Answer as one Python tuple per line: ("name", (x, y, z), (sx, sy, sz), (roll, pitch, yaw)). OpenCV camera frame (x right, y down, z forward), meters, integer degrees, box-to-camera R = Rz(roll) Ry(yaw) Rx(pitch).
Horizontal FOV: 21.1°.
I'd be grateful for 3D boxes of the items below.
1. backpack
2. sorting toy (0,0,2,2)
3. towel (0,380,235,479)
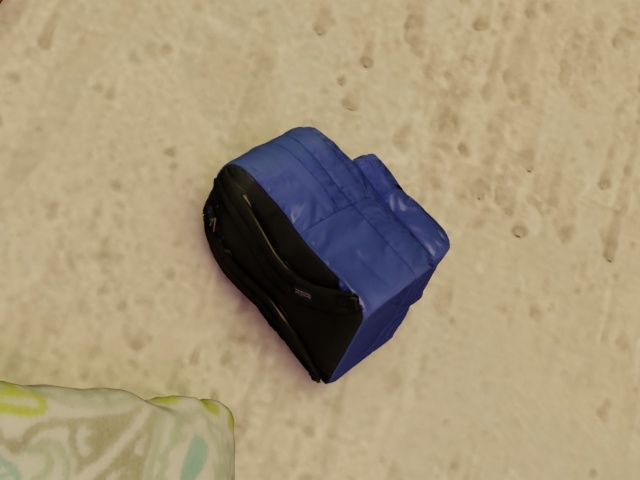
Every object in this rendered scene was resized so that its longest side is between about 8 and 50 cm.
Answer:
("backpack", (0.000, 0.000, 0.931), (0.120, 0.098, 0.101), (45, 52, 14))
("sorting toy", (-0.263, -0.219, 0.938), (0.274, 0.046, 0.132), (27, 63, -9))
("towel", (-0.200, 0.206, 0.687), (0.374, 0.090, 0.320), (11, 78, -34))
